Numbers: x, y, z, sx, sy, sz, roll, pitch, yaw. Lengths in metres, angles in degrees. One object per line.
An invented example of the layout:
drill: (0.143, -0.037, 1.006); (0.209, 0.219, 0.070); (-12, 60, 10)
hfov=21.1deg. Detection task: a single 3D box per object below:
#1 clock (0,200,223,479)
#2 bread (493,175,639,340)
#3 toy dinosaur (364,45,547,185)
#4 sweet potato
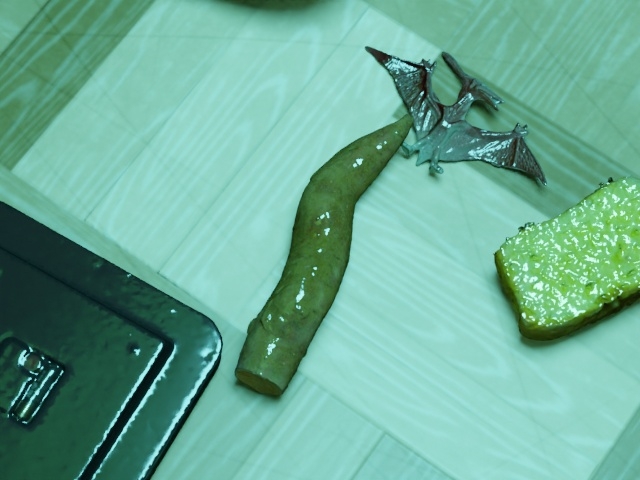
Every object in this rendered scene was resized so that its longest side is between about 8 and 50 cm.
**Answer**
clock: (-0.258, 0.127, 1.467); (0.273, 0.049, 0.279); (27, 71, 10)
bread: (0.241, 0.016, 1.512); (0.187, 0.065, 0.103); (-31, 71, -10)
toy dinosaur: (0.119, -0.113, 1.576); (0.220, 0.032, 0.108); (38, 76, 15)
sweet potato: (0.000, 0.000, 1.512); (0.059, 0.067, 0.281); (35, 66, -33)
